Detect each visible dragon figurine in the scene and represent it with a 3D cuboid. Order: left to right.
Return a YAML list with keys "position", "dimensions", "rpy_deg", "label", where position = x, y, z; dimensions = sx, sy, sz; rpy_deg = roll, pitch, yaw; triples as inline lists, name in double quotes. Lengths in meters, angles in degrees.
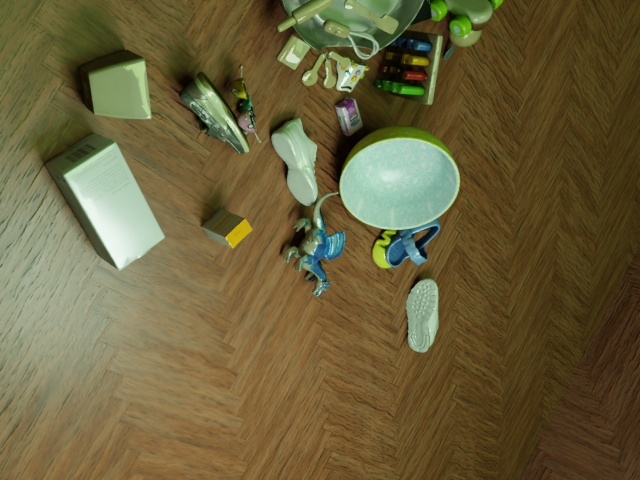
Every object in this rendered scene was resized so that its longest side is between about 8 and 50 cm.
- position: [0.000, 0.000, 1.794]
  dimensions: [0.144, 0.085, 0.289]
  rpy_deg: [-2, 119, -46]
  label: "dragon figurine"

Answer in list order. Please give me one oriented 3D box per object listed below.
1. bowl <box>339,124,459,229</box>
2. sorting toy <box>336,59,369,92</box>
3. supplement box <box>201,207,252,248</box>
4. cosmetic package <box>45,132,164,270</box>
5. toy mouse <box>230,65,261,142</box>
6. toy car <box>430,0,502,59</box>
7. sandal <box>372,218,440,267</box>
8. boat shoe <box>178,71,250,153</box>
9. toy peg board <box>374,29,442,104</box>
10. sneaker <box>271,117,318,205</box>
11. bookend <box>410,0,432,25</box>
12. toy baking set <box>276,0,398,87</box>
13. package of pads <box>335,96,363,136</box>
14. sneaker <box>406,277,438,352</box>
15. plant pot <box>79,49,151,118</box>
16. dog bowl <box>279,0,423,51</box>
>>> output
- position: [0.189, -0.181, 1.845]
  dimensions: [0.156, 0.290, 0.289]
  rpy_deg: [-89, 157, -45]
  label: "bowl"
- position: [0.071, -0.384, 1.758]
  dimensions: [0.083, 0.045, 0.075]
  rpy_deg: [-1, 127, -44]
  label: "sorting toy"
- position: [-0.200, -0.026, 1.597]
  dimensions: [0.062, 0.098, 0.036]
  rpy_deg: [-45, 129, -19]
  label: "supplement box"
- position: [-0.398, -0.071, 1.400]
  dimensions: [0.117, 0.086, 0.231]
  rpy_deg: [-39, 132, -26]
  label: "cosmetic package"
- position: [-0.154, -0.259, 1.542]
  dimensions: [0.031, 0.161, 0.143]
  rpy_deg: [-13, 129, 2]
  label: "toy mouse"
- position: [0.359, -0.556, 1.924]
  dimensions: [0.155, 0.149, 0.188]
  rpy_deg: [-42, 160, -19]
  label: "toy car"
- position: [0.272, -0.053, 2.019]
  dimensions: [0.126, 0.138, 0.317]
  rpy_deg: [32, 82, -44]
  label: "sandal"
- position: [-0.214, -0.246, 1.515]
  dimensions: [0.074, 0.080, 0.223]
  rpy_deg: [-29, 145, 3]
  label: "boat shoe"
- position: [0.202, -0.417, 1.787]
  dimensions: [0.079, 0.161, 0.160]
  rpy_deg: [-3, 110, -28]
  label: "toy peg board"
- position: [-0.035, -0.179, 1.716]
  dimensions: [0.094, 0.080, 0.212]
  rpy_deg: [-48, 134, -35]
  label: "sneaker"
- position: [0.169, -0.574, 1.741]
  dimensions: [0.157, 0.072, 0.156]
  rpy_deg: [-27, 118, -27]
  label: "bookend"
- position: [0.029, -0.425, 1.545]
  dimensions: [0.256, 0.030, 0.196]
  rpy_deg: [-35, 136, 2]
  label: "toy baking set"
- position: [0.069, -0.296, 1.792]
  dimensions: [0.050, 0.032, 0.083]
  rpy_deg: [-42, 132, -27]
  label: "package of pads"
- position: [0.311, 0.211, 2.217]
  dimensions: [0.095, 0.090, 0.234]
  rpy_deg: [-26, 128, -50]
  label: "sneaker"
- position: [-0.368, -0.272, 1.332]
  dimensions: [0.096, 0.109, 0.108]
  rpy_deg: [-14, 117, -26]
  label: "plant pot"
- position: [0.059, -0.563, 1.558]
  dimensions: [0.349, 0.102, 0.348]
  rpy_deg: [-15, 126, -21]
  label: "dog bowl"
